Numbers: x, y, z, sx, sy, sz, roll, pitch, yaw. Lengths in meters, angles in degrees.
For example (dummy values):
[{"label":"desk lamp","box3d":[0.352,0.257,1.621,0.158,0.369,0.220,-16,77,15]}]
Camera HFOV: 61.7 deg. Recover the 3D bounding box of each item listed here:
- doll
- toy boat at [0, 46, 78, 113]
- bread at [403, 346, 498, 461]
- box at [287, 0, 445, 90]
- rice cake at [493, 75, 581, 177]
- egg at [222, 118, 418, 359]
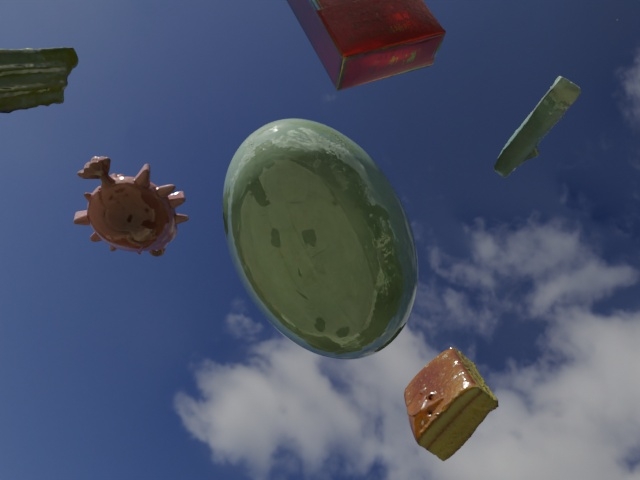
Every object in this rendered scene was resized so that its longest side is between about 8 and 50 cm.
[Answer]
[{"label":"doll","box3d":[-0.369,-0.056,1.039,0.211,0.093,0.262,-23,-46,7]},{"label":"toy boat","box3d":[-0.394,-0.179,0.581,0.111,0.276,0.084,9,-73,20]},{"label":"bread","box3d":[0.281,0.355,1.212,0.110,0.234,0.184,42,-82,-4]},{"label":"box","box3d":[0.058,-0.432,0.966,0.089,0.197,0.313,101,-34,-62]},{"label":"rice cake","box3d":[0.275,-0.137,0.688,0.042,0.030,0.180,35,-24,9]},{"label":"egg","box3d":[0.000,0.000,0.830,0.276,0.276,0.389,-24,-87,34]}]
